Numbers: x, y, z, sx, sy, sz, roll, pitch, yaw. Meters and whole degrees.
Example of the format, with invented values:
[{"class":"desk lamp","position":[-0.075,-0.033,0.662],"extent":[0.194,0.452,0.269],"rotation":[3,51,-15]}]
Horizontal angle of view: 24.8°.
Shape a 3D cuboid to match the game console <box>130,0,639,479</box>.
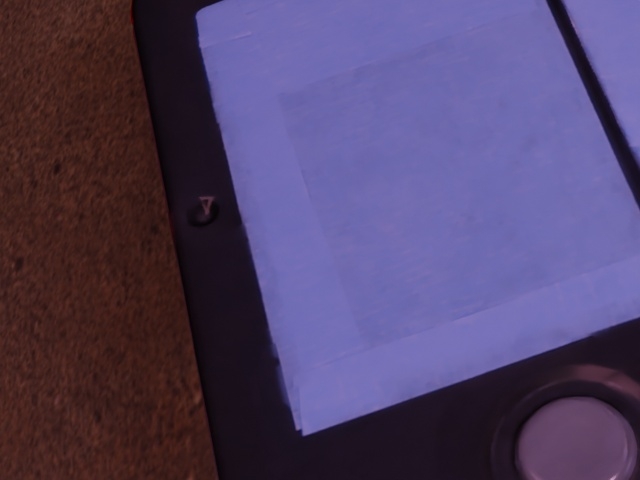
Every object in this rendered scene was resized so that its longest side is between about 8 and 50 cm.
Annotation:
[{"class":"game console","position":[0.102,-0.054,0.576],"extent":[0.342,0.060,0.387],"rotation":[-22,52,9]}]
